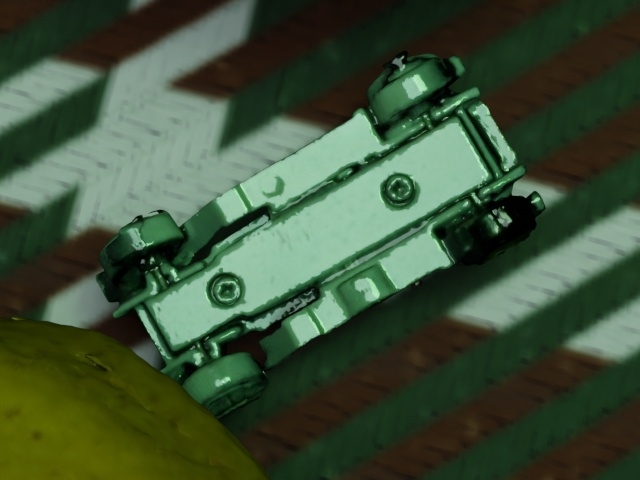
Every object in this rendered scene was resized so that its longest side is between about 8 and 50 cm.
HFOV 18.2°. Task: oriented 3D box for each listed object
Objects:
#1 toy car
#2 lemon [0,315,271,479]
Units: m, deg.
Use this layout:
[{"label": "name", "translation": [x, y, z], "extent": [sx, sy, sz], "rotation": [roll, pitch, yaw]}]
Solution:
[{"label": "toy car", "translation": [0.000, 0.000, 0.665], "extent": [0.143, 0.054, 0.073], "rotation": [-32, 84, 0]}, {"label": "lemon", "translation": [-0.096, 0.127, 0.575], "extent": [0.260, 0.204, 0.204], "rotation": [34, 84, 15]}]
